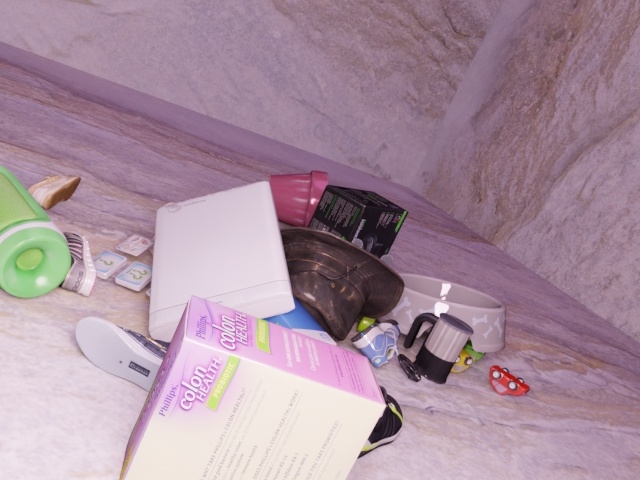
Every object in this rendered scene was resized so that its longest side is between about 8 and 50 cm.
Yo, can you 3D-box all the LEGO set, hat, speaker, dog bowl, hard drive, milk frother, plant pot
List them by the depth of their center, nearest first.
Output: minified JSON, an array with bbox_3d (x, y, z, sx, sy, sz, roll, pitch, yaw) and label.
[{"bbox_3d":[-0.521,-0.028,1.112,0.131,0.131,0.296,9,22,-48],"label":"speaker"},{"bbox_3d":[-0.183,0.023,1.210,0.233,0.047,0.353,-14,36,-1],"label":"hard drive"},{"bbox_3d":[-0.311,0.020,1.308,0.182,0.060,0.244,19,26,9],"label":"LEGO set"},{"bbox_3d":[0.001,0.117,1.342,0.331,0.331,0.134,22,55,-13],"label":"hat"},{"bbox_3d":[0.244,0.233,1.457,0.129,0.135,0.143,26,14,4],"label":"milk frother"},{"bbox_3d":[0.300,0.170,1.689,0.349,0.102,0.349,13,9,-2],"label":"dog bowl"},{"bbox_3d":[-0.079,-0.130,2.122,0.180,0.201,0.201,9,16,-5],"label":"plant pot"}]

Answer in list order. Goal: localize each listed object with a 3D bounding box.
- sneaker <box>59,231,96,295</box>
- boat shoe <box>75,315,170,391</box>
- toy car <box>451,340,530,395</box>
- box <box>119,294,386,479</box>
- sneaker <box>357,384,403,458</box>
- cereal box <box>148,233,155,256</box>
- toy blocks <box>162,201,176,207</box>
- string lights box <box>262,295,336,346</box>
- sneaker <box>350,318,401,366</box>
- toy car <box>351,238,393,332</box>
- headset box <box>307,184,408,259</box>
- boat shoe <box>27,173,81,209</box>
[{"bbox_3d":[-0.441,0.031,1.162,0.075,0.063,0.170,21,18,-41],"label":"sneaker"},{"bbox_3d":[-0.267,0.165,0.994,0.183,0.065,0.083,33,13,2],"label":"boat shoe"},{"bbox_3d":[0.373,0.290,1.640,0.239,0.053,0.225,25,14,-3],"label":"toy car"},{"bbox_3d":[-0.084,0.216,0.807,0.243,0.213,0.117,21,15,-15],"label":"box"},{"bbox_3d":[0.094,0.282,1.106,0.084,0.097,0.235,31,15,19],"label":"sneaker"},{"bbox_3d":[-0.237,0.070,1.400,0.173,0.047,0.240,12,19,-39],"label":"cereal box"},{"bbox_3d":[-0.304,-0.031,1.632,0.123,0.054,0.148,12,20,-45],"label":"toy blocks"},{"bbox_3d":[-0.088,0.158,1.164,0.077,0.133,0.260,12,20,-36],"label":"string lights box"},{"bbox_3d":[0.131,0.224,1.459,0.081,0.080,0.211,56,21,13],"label":"sneaker"},{"bbox_3d":[0.082,0.094,1.565,0.155,0.188,0.149,26,14,2],"label":"toy car"},{"bbox_3d":[0.085,-0.005,1.812,0.131,0.246,0.283,32,15,27],"label":"headset box"},{"bbox_3d":[-0.576,-0.118,1.464,0.059,0.063,0.170,30,15,-5],"label":"boat shoe"}]
